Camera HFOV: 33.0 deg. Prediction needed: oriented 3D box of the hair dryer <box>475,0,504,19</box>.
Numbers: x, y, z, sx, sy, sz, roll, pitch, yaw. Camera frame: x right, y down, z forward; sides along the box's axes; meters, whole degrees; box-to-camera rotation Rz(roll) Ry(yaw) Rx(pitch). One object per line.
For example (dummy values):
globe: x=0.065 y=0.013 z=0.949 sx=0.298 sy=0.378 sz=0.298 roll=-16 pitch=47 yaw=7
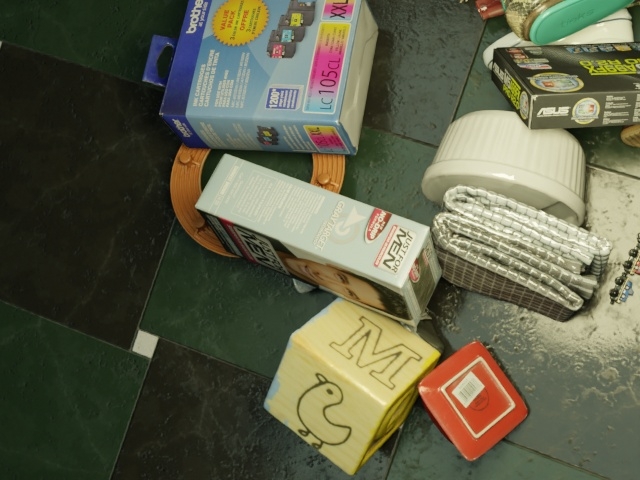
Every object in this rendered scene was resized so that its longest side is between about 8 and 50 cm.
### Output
hair dryer: x=0.357 y=-0.515 z=1.874 sx=0.224 sy=0.080 sz=0.293 roll=25 pitch=102 yaw=1

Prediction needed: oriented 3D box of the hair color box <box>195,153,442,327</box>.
hair color box: x=0.000 y=0.000 z=1.772 sx=0.375 sy=0.185 sz=0.113 roll=20 pitch=72 yaw=21

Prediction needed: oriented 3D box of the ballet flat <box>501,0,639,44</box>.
ballet flat: x=0.519 y=-0.461 z=1.771 sx=0.483 sy=0.164 sz=0.182 roll=-15 pitch=62 yaw=-5

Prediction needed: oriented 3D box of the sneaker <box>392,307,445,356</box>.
sneaker: x=0.164 y=0.088 z=1.889 sx=0.132 sy=0.086 sz=0.228 roll=-45 pitch=73 yaw=5

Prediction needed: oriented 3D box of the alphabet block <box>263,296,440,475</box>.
alphabet block: x=0.052 y=0.235 z=1.817 sx=0.197 sy=0.193 sz=0.192 roll=34 pitch=130 yaw=17

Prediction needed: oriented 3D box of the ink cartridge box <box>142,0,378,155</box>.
ink cartridge box: x=-0.117 y=-0.305 z=1.951 sx=0.396 sy=0.151 sz=0.269 roll=4 pitch=70 yaw=18

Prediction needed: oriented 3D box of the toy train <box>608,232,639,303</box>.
toy train: x=0.530 y=0.039 z=1.817 sx=0.036 sy=0.027 sz=0.158 roll=26 pitch=91 yaw=6

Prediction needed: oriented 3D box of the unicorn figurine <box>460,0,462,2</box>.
unicorn figurine: x=0.281 y=-0.504 z=1.937 sx=0.111 sy=0.060 sz=0.161 roll=-30 pitch=62 yaw=21

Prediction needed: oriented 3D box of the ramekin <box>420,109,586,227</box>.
ramekin: x=0.311 y=-0.113 z=1.782 sx=0.273 sy=0.273 sz=0.127 roll=12 pitch=75 yaw=17

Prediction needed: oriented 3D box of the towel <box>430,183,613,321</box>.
towel: x=0.313 y=0.034 z=1.757 sx=0.284 sy=0.235 sz=0.121 roll=24 pitch=77 yaw=11

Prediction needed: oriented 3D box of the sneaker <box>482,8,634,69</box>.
sneaker: x=0.410 y=-0.327 z=1.855 sx=0.258 sy=0.094 sz=0.091 roll=-15 pitch=76 yaw=14

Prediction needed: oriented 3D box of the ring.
ring: x=-0.120 y=-0.128 z=1.978 sx=0.337 sy=0.032 sz=0.336 roll=-5 pitch=68 yaw=13

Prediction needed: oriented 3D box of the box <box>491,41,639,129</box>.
box: x=0.431 y=-0.251 z=1.723 sx=0.270 sy=0.216 sz=0.060 roll=-3 pitch=120 yaw=-6

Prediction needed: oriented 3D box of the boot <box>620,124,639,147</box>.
boot: x=0.614 y=-0.275 z=1.810 sx=0.249 sy=0.090 sz=0.206 roll=-17 pitch=62 yaw=28

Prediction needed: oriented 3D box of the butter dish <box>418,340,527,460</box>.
butter dish: x=0.239 y=0.278 z=1.834 sx=0.160 sy=0.118 sz=0.159 roll=-33 pitch=86 yaw=-29

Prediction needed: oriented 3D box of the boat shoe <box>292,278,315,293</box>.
boat shoe: x=-0.041 y=0.009 z=1.970 sx=0.063 sy=0.066 sz=0.184 roll=-36 pitch=66 yaw=41
